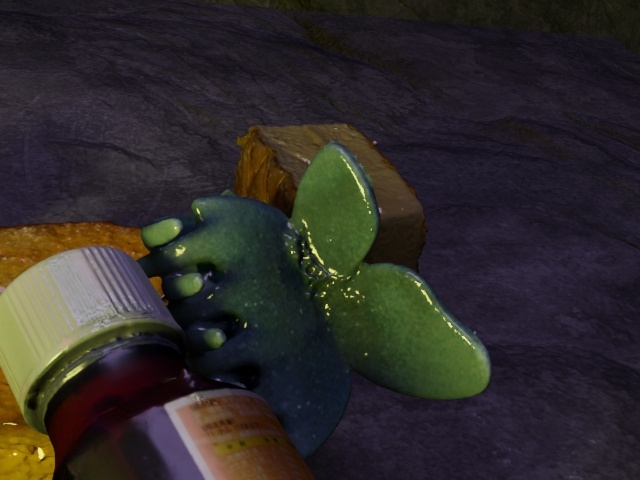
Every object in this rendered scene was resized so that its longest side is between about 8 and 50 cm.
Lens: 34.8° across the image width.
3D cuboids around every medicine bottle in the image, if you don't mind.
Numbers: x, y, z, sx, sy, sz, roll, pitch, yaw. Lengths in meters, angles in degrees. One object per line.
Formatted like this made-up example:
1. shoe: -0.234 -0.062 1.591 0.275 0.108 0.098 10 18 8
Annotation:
1. medicine bottle: -0.156 0.186 0.928 0.242 0.242 0.395 -12 56 -35

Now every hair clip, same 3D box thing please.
1. hair clip: -0.063 0.090 1.140 0.238 0.318 0.392 -25 6 -38

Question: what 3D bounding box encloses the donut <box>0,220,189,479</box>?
1. donut: -0.360 0.131 1.258 0.377 0.164 0.435 19 32 16

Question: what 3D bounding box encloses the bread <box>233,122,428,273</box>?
1. bread: 0.000 0.000 1.498 0.207 0.279 0.279 -1 29 -25
